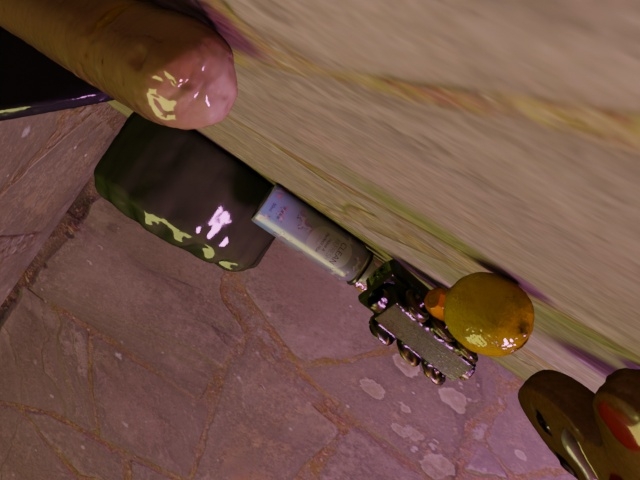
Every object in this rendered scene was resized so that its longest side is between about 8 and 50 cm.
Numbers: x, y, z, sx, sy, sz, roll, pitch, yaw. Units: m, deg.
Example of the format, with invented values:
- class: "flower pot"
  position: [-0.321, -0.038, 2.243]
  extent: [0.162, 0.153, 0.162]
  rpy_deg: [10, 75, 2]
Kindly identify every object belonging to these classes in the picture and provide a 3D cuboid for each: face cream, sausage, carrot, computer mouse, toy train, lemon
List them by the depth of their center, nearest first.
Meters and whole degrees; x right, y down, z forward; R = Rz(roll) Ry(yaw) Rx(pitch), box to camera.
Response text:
- class: "sausage"
  position: [-0.150, -0.136, 0.413]
  extent: [0.301, 0.065, 0.066]
  rpy_deg: [35, 179, 38]
- class: "lemon"
  position: [0.125, 0.055, 0.497]
  extent: [0.062, 0.062, 0.083]
  rpy_deg: [35, 178, -34]
- class: "computer mouse"
  position: [-0.229, -0.158, 0.586]
  extent: [0.147, 0.088, 0.264]
  rpy_deg: [-12, -167, -16]
- class: "carrot"
  position: [0.202, 0.112, 0.921]
  extent: [0.171, 0.042, 0.042]
  rpy_deg: [35, 178, -41]
- class: "toy train"
  position: [0.149, 0.119, 0.981]
  extent: [0.225, 0.090, 0.137]
  rpy_deg: [40, -156, -27]
- class: "face cream"
  position: [0.000, 0.000, 1.077]
  extent: [0.229, 0.075, 0.075]
  rpy_deg: [33, 178, -10]

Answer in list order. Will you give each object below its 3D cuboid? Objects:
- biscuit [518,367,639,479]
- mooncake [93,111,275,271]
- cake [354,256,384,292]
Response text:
- class: "biscuit"
  position: [0.295, 0.230, 0.510]
  extent: [0.282, 0.064, 0.432]
  rpy_deg: [60, 167, -23]
- class: "mooncake"
  position: [-0.239, -0.085, 1.232]
  extent: [0.357, 0.194, 0.356]
  rpy_deg: [35, 178, 1]
- class: "cake"
  position: [0.049, 0.038, 1.195]
  extent: [0.185, 0.079, 0.116]
  rpy_deg: [30, 177, -27]
